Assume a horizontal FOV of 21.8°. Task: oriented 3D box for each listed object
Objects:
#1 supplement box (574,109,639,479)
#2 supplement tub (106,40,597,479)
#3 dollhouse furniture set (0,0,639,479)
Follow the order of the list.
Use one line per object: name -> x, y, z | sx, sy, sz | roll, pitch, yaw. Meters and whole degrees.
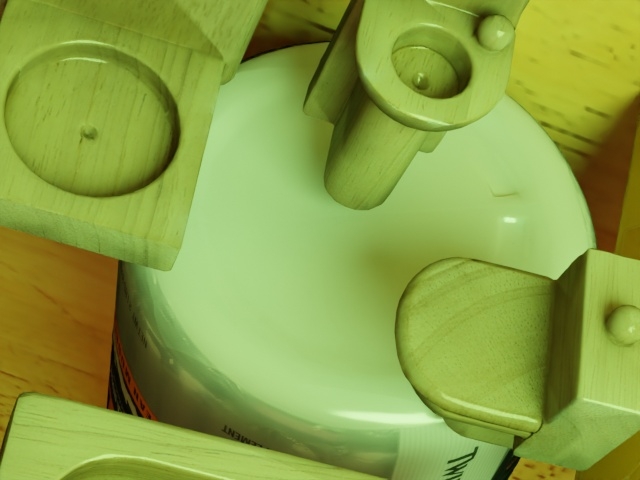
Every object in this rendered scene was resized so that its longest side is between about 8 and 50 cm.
supplement box -> 0.195, 0.046, 0.368 | 0.191, 0.129, 0.194 | -17, 134, 40
supplement tub -> -0.001, 0.044, 0.464 | 0.117, 0.117, 0.190 | 16, 146, 1
dollhouse furniture set -> 0.000, 0.000, 0.295 | 0.144, 0.151, 0.123 | 16, 150, -10
